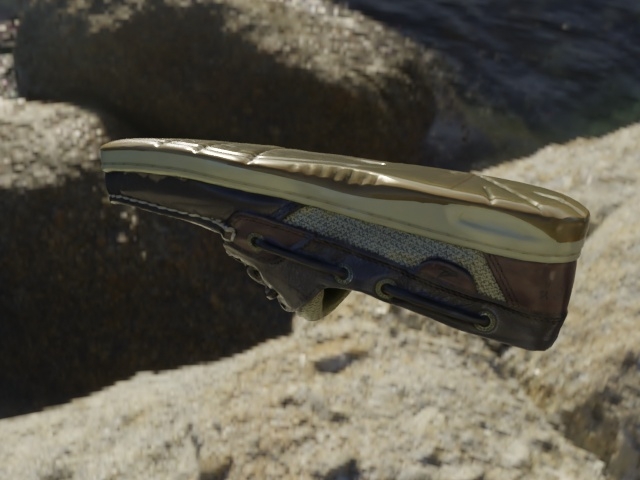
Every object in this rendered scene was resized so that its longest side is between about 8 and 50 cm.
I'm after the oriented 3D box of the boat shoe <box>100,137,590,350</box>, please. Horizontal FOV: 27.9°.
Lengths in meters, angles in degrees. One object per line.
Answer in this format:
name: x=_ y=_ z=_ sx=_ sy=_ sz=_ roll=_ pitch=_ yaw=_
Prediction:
boat shoe: x=0.001 y=0.000 z=0.558 sx=0.224 sy=0.073 sz=0.080 roll=10 pitch=9 yaw=21
